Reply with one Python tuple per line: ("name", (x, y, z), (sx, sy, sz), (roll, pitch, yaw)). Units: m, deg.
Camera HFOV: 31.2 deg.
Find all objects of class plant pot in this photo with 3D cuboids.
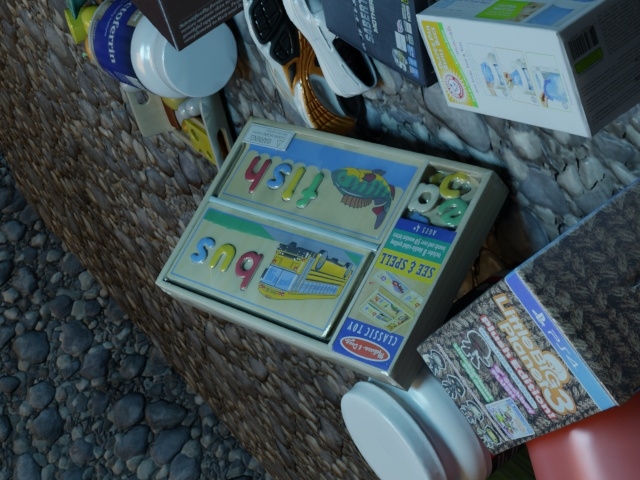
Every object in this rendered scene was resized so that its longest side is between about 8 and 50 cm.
("plant pot", (0.351, 0.268, 1.187), (0.243, 0.275, 0.275), (64, 160, 8))

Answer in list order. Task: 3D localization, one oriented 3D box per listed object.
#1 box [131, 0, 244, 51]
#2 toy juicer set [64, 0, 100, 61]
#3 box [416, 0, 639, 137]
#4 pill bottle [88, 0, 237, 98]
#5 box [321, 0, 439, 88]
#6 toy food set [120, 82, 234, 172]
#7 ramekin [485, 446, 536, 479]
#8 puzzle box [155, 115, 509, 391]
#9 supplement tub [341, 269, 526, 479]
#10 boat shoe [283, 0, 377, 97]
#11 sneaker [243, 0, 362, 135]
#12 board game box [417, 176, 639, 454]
("box", (-0.188, -0.393, 1.470), (0.203, 0.168, 0.167), (49, 166, 27))
("toy juicer set", (-0.446, -0.454, 2.043), (0.329, 0.089, 0.209), (83, 162, -47))
("box", (0.199, -0.178, 1.041), (0.203, 0.114, 0.103), (24, 143, 56))
("pill bottle", (-0.246, -0.304, 1.787), (0.264, 0.153, 0.153), (24, 143, 53))
("box", (0.062, -0.301, 1.243), (0.183, 0.059, 0.233), (40, 154, 40))
("toy food set", (-0.257, -0.216, 2.024), (0.306, 0.092, 0.220), (38, 152, 42))
("ramekin", (0.257, 0.412, 1.540), (0.148, 0.303, 0.303), (34, 151, 30))
("puzzle box", (0.000, 0.000, 1.415), (0.409, 0.272, 0.052), (16, 163, 40))
("supplement tub", (0.181, 0.177, 1.380), (0.191, 0.272, 0.191), (45, 157, 26))
("boat shoe", (0.014, -0.260, 1.411), (0.063, 0.066, 0.184), (0, 120, 49))
("sneaker", (-0.048, -0.254, 1.496), (0.121, 0.099, 0.262), (30, 149, 58))
("board game box", (0.258, 0.065, 1.104), (0.141, 0.232, 0.291), (54, 158, 8))
